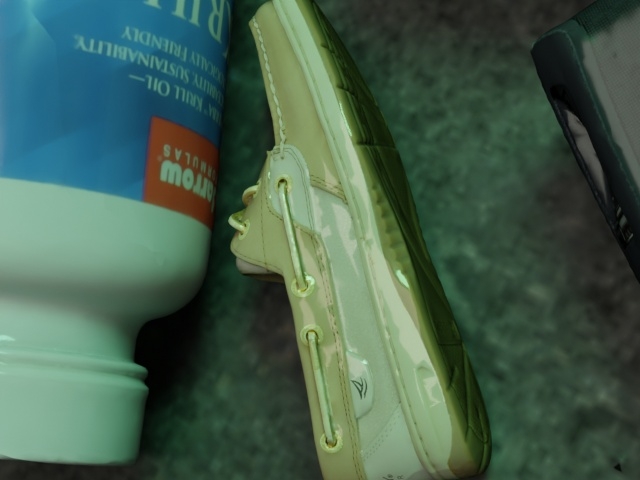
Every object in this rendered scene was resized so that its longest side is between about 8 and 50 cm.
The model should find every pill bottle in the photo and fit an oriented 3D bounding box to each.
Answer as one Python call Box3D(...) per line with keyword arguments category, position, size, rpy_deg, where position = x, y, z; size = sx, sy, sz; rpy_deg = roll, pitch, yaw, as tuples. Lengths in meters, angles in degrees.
Box3D(category="pill bottle", position=(-0.093, -0.040, 0.449), size=(0.124, 0.124, 0.221), rpy_deg=(0, 81, 26))

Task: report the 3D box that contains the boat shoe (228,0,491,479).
Box3D(category="boat shoe", position=(0.000, 0.000, 0.429), size=(0.059, 0.063, 0.170), rpy_deg=(-22, 72, 14))

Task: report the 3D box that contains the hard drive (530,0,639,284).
Box3D(category="hard drive", position=(0.176, 0.012, 0.328), size=(0.172, 0.054, 0.254), rpy_deg=(-33, 78, 16))
